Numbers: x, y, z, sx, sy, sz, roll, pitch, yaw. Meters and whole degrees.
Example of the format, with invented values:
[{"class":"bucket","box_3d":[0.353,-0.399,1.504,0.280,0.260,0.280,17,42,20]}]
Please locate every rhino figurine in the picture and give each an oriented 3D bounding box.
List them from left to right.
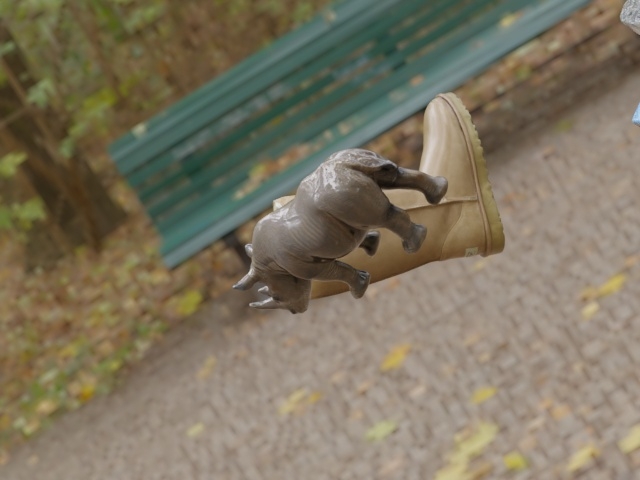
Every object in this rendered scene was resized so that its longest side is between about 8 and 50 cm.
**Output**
[{"class":"rhino figurine","box_3d":[0.000,0.000,1.517,0.243,0.106,0.073,-42,30,47]}]

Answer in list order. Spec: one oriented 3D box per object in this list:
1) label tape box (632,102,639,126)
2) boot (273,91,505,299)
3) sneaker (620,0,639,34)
[{"class":"label tape box","box_3d":[0.485,-0.204,1.809,0.240,0.106,0.334,-64,18,-5]},{"class":"boot","box_3d":[0.072,-0.060,2.178,0.269,0.236,0.089,-10,-25,-13]},{"class":"sneaker","box_3d":[0.328,-0.158,1.261,0.111,0.129,0.297,-54,27,-10]}]
